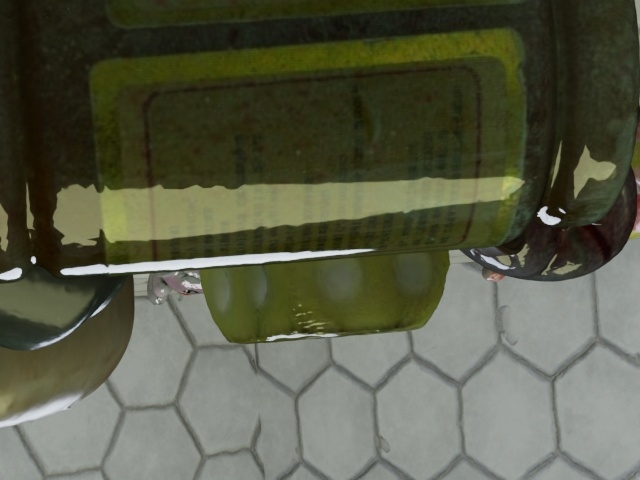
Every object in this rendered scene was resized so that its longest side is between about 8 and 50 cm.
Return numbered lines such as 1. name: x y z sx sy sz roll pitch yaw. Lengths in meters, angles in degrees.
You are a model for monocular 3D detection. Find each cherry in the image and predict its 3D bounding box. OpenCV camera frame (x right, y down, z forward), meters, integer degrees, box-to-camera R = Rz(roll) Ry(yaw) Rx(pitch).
1. cherry: 0.165 -0.041 1.324 0.176 0.140 0.176 10 -166 -3

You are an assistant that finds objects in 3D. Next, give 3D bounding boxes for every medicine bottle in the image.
1. medicine bottle: -0.049 -0.063 0.661 0.322 0.151 0.151 -4 176 -8

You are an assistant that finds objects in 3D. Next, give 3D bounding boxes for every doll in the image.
1. doll: -0.150 0.023 2.093 0.149 0.095 0.192 -10 176 -18

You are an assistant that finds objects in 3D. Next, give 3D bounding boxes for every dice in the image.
1. dice: 0.000 0.000 1.433 0.166 0.169 0.169 -2 175 -28

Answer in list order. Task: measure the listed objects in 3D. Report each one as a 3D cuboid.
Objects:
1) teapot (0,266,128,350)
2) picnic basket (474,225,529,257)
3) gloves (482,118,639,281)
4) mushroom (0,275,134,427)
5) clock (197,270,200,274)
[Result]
1. teapot: -0.230 -0.038 0.895 0.225 0.171 0.203 9 -163 -44
2. picnic basket: 0.100 -0.058 1.038 0.137 0.128 0.178 -4 159 26
3. gloves: 0.237 -0.043 1.463 0.241 0.126 0.145 -10 -175 24
4. mushroom: -0.276 0.068 1.137 0.297 0.290 0.297 8 -167 -2
5. clock: -0.006 -0.009 1.881 0.248 0.090 0.227 -7 176 10
